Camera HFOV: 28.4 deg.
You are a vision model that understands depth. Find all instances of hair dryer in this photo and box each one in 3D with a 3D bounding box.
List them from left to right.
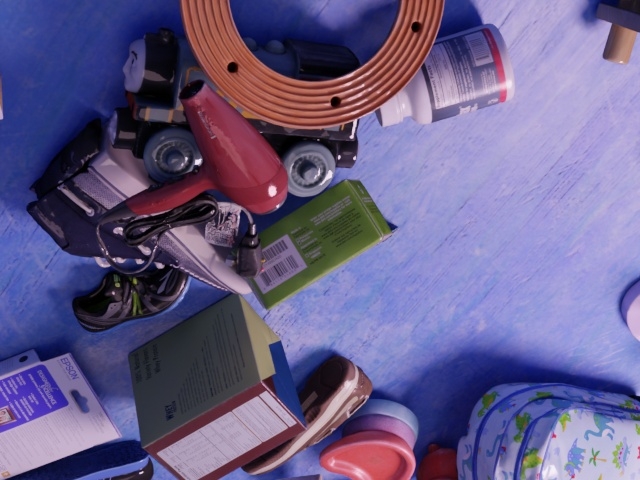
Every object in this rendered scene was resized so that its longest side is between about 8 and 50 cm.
[{"bbox_3d":[-0.151,-0.062,1.539,0.224,0.080,0.293,3,125,-15],"label":"hair dryer"}]

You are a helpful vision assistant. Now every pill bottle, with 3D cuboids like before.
[{"bbox_3d":[0.156,-0.213,1.673,0.180,0.108,0.108,-16,130,-2],"label":"pill bottle"}]

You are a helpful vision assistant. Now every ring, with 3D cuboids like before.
[{"bbox_3d":[-0.008,-0.303,1.533,0.337,0.032,0.336,-5,104,-18],"label":"ring"}]

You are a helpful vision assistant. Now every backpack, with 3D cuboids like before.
[{"bbox_3d":[0.398,0.366,2.105,0.355,0.273,0.290,21,90,-18],"label":"backpack"}]

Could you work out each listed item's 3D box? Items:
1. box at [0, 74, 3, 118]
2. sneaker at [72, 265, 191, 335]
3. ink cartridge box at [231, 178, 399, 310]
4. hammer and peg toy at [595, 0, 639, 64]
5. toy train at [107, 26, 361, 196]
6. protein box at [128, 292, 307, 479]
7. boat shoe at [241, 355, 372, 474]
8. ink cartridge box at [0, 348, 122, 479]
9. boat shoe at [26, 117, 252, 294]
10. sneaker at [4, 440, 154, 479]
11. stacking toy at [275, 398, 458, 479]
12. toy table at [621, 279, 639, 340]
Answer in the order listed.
[{"bbox_3d":[-0.450,-0.239,1.479,0.114,0.103,0.203,-12,130,-7],"label":"box"},{"bbox_3d":[-0.269,0.075,1.806,0.188,0.067,0.078,-24,136,7],"label":"sneaker"},{"bbox_3d":[0.000,0.000,1.776,0.189,0.255,0.097,-32,89,9],"label":"ink cartridge box"},{"bbox_3d":[0.578,-0.252,1.667,0.361,0.266,0.127,8,106,-21],"label":"hammer and peg toy"},{"bbox_3d":[-0.101,-0.171,1.625,0.334,0.142,0.190,5,114,-17],"label":"toy train"},{"bbox_3d":[-0.156,0.224,1.870,0.201,0.200,0.136,-30,129,9],"label":"protein box"},{"bbox_3d":[-0.018,0.299,2.043,0.257,0.095,0.095,-41,133,17],"label":"boat shoe"},{"bbox_3d":[-0.436,0.259,1.918,0.208,0.045,0.206,-19,130,1],"label":"ink cartridge box"},{"bbox_3d":[-0.241,-0.013,1.723,0.158,0.127,0.340,-34,121,20],"label":"boat shoe"},{"bbox_3d":[-0.380,0.389,2.015,0.232,0.081,0.090,-9,122,-11],"label":"sneaker"},{"bbox_3d":[0.098,0.394,2.166,0.279,0.130,0.309,-26,126,29],"label":"stacking toy"},{"bbox_3d":[0.644,0.161,2.080,0.274,0.161,0.252,2,127,-19],"label":"toy table"}]
